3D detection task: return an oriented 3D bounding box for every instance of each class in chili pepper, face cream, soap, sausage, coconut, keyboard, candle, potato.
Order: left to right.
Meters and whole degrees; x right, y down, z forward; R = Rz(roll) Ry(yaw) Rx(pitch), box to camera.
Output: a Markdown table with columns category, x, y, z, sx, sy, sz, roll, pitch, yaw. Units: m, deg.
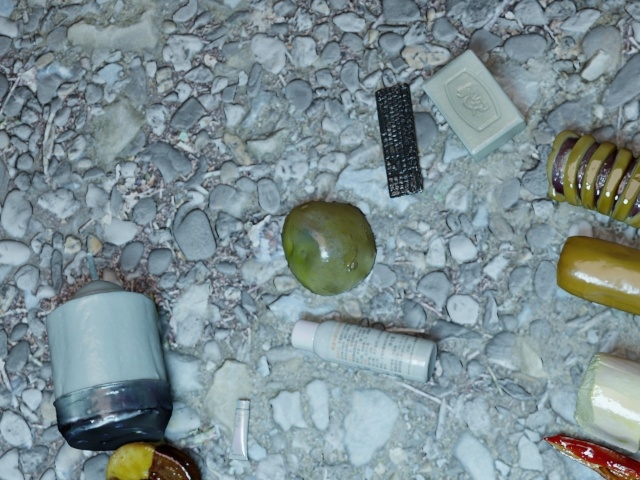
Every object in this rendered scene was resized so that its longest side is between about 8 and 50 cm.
| category | x | y | z | sx | sy | sz | roll | pitch | yaw |
| --- | --- | --- | --- | --- | --- | --- | --- | --- | --- |
| candle | -0.406 | 0.218 | 1.803 | 0.221 | 0.221 | 0.342 | -17 | 69 | 12 |
| face cream | -0.151 | 0.361 | 1.795 | 0.038 | 0.020 | 0.115 | 2 | 80 | 16 |
| potato | 0.000 | 0.000 | 1.791 | 0.182 | 0.117 | 0.202 | -28 | 72 | 11 |
| face cream | 0.076 | 0.196 | 1.737 | 0.269 | 0.082 | 0.082 | 11 | 80 | 19 |
| keyboard | 0.152 | -0.197 | 1.842 | 0.072 | 0.023 | 0.231 | -11 | 74 | 16 |
| soap | 0.292 | -0.257 | 1.794 | 0.121 | 0.064 | 0.183 | -36 | 69 | 8 |
| chili pepper | 0.502 | 0.384 | 1.589 | 0.268 | 0.059 | 0.050 | 24 | 46 | 23 |
| coconut | 0.507 | 0.268 | 1.563 | 0.153 | 0.147 | 0.147 | 19 | 83 | 20 |
| sausage | 0.567 | 0.079 | 1.612 | 0.328 | 0.112 | 0.112 | 18 | 82 | 19 |

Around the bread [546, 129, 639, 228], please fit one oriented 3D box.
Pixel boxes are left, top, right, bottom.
| category | x | y | z | sx | sy | sz | roll | pitch | yaw |
| --- | --- | --- | --- | --- | --- | --- | --- | --- | --- |
| bread | 0.512 | -0.112 | 1.686 | 0.225 | 0.081 | 0.134 | 22 | 85 | 19 |

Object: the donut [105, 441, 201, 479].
| category | x | y | z | sx | sy | sz | roll | pitch | yaw |
| --- | --- | --- | --- | --- | --- | --- | --- | --- | --- |
| donut | -0.308 | 0.453 | 1.771 | 0.184 | 0.073 | 0.166 | 7 | 100 | 19 |
